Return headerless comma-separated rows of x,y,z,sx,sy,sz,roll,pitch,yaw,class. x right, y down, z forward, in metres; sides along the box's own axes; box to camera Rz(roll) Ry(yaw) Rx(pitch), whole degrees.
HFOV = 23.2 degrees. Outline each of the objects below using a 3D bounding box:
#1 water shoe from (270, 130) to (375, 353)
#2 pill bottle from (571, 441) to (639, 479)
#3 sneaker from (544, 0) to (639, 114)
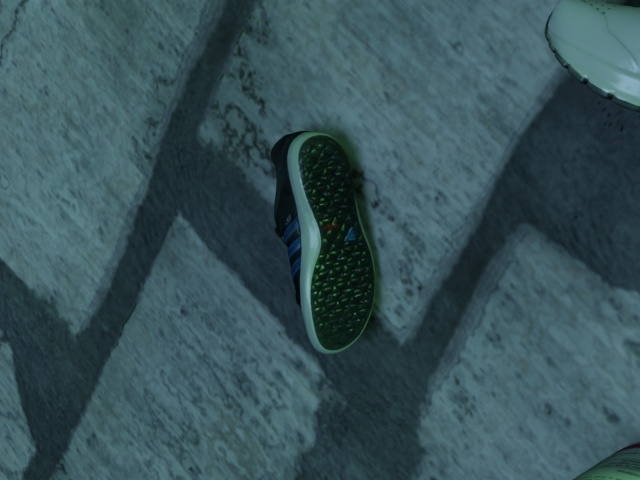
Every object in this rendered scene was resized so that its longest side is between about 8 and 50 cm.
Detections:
0.000,0.000,1.422,0.080,0.073,0.203,13,109,63,water shoe
0.198,0.265,1.160,0.160,0.283,0.160,15,113,39,pill bottle
0.296,-0.129,1.087,0.297,0.111,0.129,23,104,30,sneaker
